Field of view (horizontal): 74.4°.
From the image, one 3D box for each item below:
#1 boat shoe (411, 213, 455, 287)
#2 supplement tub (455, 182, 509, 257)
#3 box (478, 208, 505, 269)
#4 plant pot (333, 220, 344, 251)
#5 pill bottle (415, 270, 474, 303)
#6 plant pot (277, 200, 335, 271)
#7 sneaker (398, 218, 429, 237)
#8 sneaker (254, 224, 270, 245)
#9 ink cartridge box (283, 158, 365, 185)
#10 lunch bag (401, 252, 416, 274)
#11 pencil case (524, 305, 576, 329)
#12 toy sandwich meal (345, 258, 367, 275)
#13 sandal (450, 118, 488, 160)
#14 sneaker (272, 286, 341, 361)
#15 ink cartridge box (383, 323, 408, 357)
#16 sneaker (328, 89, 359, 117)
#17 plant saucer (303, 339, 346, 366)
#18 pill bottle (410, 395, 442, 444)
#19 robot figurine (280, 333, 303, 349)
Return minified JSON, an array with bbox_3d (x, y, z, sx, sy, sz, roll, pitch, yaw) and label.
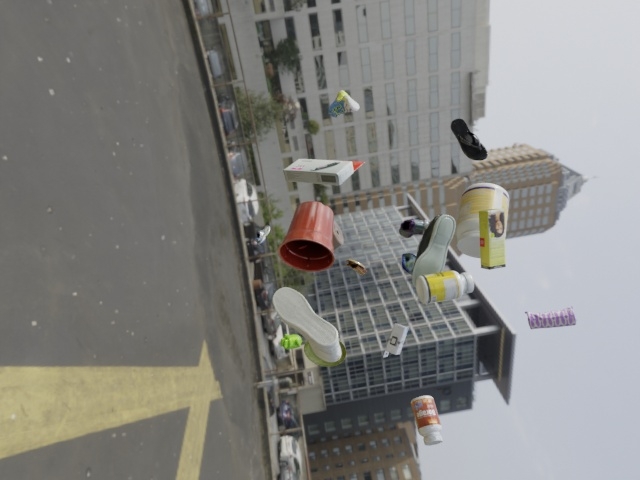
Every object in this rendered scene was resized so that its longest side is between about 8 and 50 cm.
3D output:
[{"bbox_3d":[0.429,0.044,1.630,0.303,0.114,0.091,-63,-169,-1],"label":"boat shoe"},{"bbox_3d":[0.828,-0.101,2.163,0.241,0.240,0.332,82,24,-59],"label":"supplement tub"},{"bbox_3d":[0.679,-0.006,1.665,0.058,0.087,0.233,-162,-115,-69],"label":"box"},{"bbox_3d":[0.000,0.000,2.353,0.263,0.229,0.263,54,23,-35],"label":"plant pot"},{"bbox_3d":[0.441,0.163,1.497,0.103,0.184,0.103,172,-90,-84],"label":"pill bottle"},{"bbox_3d":[-0.049,-0.030,2.061,0.273,0.272,0.265,82,15,-52],"label":"plant pot"},{"bbox_3d":[0.369,-0.063,1.789,0.223,0.098,0.083,162,-61,-73],"label":"sneaker"},{"bbox_3d":[-0.325,-0.039,2.355,0.052,0.058,0.135,-33,-151,48],"label":"sneaker"},{"bbox_3d":[0.019,-0.318,1.801,0.239,0.274,0.060,-46,134,-42],"label":"ink cartridge box"},{"bbox_3d":[0.456,0.126,1.983,0.128,0.096,0.151,35,11,-23],"label":"lunch bag"},{"bbox_3d":[1.058,0.355,1.932,0.086,0.205,0.088,45,39,-55],"label":"pencil case"},{"bbox_3d":[0.127,0.097,1.532,0.029,0.085,0.085,-62,173,-11],"label":"toy sandwich meal"},{"bbox_3d":[0.712,-0.488,2.033,0.255,0.097,0.054,59,-6,19],"label":"sandal"},{"bbox_3d":[-0.046,0.290,1.403,0.292,0.108,0.169,39,-23,36],"label":"sneaker"},{"bbox_3d":[0.384,0.518,2.140,0.104,0.060,0.180,27,82,-65],"label":"ink cartridge box"},{"bbox_3d":[0.105,-0.617,1.978,0.091,0.126,0.240,32,21,-23],"label":"sneaker"},{"bbox_3d":[0.027,0.608,2.362,0.037,0.240,0.241,-75,159,-58],"label":"plant saucer"},{"bbox_3d":[0.543,0.914,2.139,0.121,0.121,0.216,81,-1,-52],"label":"pill bottle"},{"bbox_3d":[-0.141,0.495,2.057,0.101,0.115,0.067,8,-87,47],"label":"robot figurine"}]
